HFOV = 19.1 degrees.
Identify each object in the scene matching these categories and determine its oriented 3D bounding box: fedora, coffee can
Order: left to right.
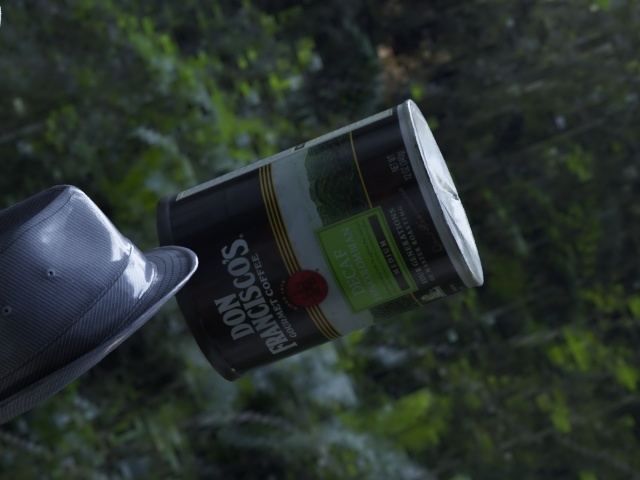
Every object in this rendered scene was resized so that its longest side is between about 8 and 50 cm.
[{"bbox_3d":[-0.256,0.042,1.661,0.124,0.275,0.244,57,-13,-19],"label":"fedora"},{"bbox_3d":[0.000,0.000,1.915,0.201,0.275,0.201,-22,90,-80],"label":"coffee can"}]
